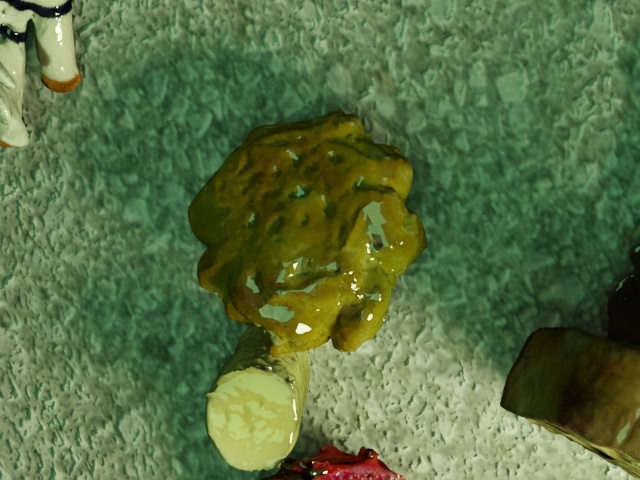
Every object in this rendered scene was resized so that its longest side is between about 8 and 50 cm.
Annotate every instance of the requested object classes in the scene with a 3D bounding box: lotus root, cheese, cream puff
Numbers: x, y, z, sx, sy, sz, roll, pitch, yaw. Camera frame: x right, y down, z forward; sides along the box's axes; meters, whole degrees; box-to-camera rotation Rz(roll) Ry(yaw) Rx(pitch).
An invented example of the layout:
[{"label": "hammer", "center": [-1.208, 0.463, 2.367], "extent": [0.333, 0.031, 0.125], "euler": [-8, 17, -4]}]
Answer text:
[{"label": "lotus root", "center": [0.342, 0.196, 1.587], "extent": [0.390, 0.375, 0.111], "euler": [28, 80, -24]}, {"label": "cheese", "center": [-0.062, 0.156, 1.715], "extent": [0.094, 0.167, 0.123], "euler": [3, 102, 3]}, {"label": "cream puff", "center": [-0.007, -0.008, 1.664], "extent": [0.244, 0.196, 0.244], "euler": [1, 97, 5]}]

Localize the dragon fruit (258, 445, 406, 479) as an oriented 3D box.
[{"label": "dragon fruit", "center": [0.007, 0.308, 1.741], "extent": [0.189, 0.163, 0.261], "euler": [-2, 118, 24]}]

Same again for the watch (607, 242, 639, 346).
[{"label": "watch", "center": [0.434, 0.029, 1.560], "extent": [0.314, 0.327, 0.335], "euler": [27, 102, 1]}]

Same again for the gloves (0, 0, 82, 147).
[{"label": "gloves", "center": [-0.324, -0.204, 1.699], "extent": [0.131, 0.140, 0.218], "euler": [21, 116, 21]}]
